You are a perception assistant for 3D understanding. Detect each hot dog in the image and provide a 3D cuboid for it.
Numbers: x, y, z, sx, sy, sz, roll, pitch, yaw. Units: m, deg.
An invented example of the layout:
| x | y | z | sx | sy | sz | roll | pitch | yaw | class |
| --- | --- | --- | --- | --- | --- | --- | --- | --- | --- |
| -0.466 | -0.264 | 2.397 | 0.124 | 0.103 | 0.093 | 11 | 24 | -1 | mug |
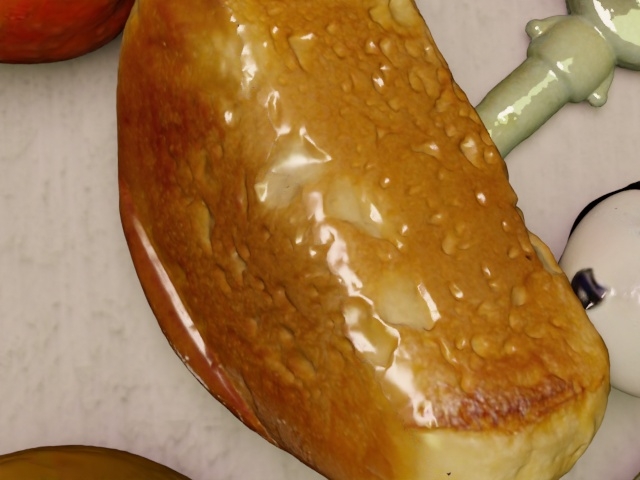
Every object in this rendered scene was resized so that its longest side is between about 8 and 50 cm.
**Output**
| x | y | z | sx | sy | sz | roll | pitch | yaw | class |
| --- | --- | --- | --- | --- | --- | --- | --- | --- | --- |
| 0.002 | -0.001 | 0.703 | 0.185 | 0.223 | 0.405 | -17 | 76 | -40 | hot dog |

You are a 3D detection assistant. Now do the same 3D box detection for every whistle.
| x | y | z | sx | sy | sz | roll | pitch | yaw | class |
| --- | --- | --- | --- | --- | --- | --- | --- | --- | --- |
| 0.212 | -0.159 | 0.792 | 0.258 | 0.067 | 0.126 | -41 | 88 | 0 | whistle |

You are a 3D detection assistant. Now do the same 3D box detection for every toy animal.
| x | y | z | sx | sy | sz | roll | pitch | yaw | class |
| --- | --- | --- | --- | --- | --- | --- | --- | --- | --- |
| 0.242 | 0.042 | 0.739 | 0.166 | 0.179 | 0.138 | 41 | 102 | 7 | toy animal |

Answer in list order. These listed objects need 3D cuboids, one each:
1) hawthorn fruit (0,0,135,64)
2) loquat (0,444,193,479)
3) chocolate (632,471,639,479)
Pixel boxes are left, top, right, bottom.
| x | y | z | sx | sy | sz | roll | pitch | yaw | class |
| --- | --- | --- | --- | --- | --- | --- | --- | --- | --- |
| -0.218 | -0.253 | 0.680 | 0.285 | 0.284 | 0.284 | 0 | 89 | -2 | hawthorn fruit |
| -0.148 | 0.259 | 0.666 | 0.284 | 0.276 | 0.275 | 12 | 88 | 9 | loquat |
| 0.387 | 0.193 | 0.729 | 0.301 | 0.137 | 0.289 | -46 | 104 | -4 | chocolate |
